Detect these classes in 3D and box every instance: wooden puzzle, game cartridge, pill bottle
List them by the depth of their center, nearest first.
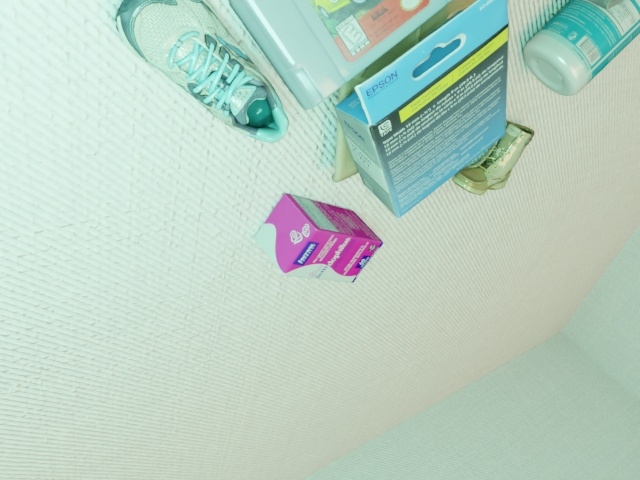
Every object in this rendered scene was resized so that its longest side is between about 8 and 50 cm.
[{"bbox_3d":[0.041,-0.333,0.781,0.294,0.060,0.196,-39,109,-3],"label":"game cartridge"},{"bbox_3d":[0.150,-0.284,1.032,0.322,0.080,0.348,-27,149,-23],"label":"wooden puzzle"},{"bbox_3d":[0.549,-0.428,1.217,0.264,0.146,0.146,-44,148,3],"label":"pill bottle"}]

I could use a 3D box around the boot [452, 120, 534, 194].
[{"bbox_3d":[0.401,-0.192,1.403,0.213,0.077,0.165,-13,138,-46],"label":"boot"}]

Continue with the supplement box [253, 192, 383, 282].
[{"bbox_3d":[0.000,0.000,1.166,0.220,0.114,0.111,10,122,-50],"label":"supplement box"}]

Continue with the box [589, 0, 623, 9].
[{"bbox_3d":[0.504,-0.498,1.053,0.231,0.183,0.056,-31,146,-19],"label":"box"}]

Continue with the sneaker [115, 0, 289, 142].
[{"bbox_3d":[-0.126,-0.214,0.766,0.110,0.122,0.283,-48,147,8],"label":"sneaker"}]

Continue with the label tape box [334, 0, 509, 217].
[{"bbox_3d":[0.159,-0.217,0.940,0.249,0.115,0.347,-38,149,-4],"label":"label tape box"}]
